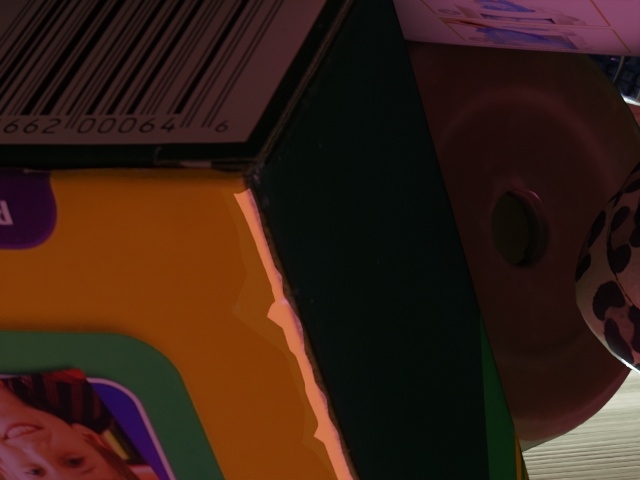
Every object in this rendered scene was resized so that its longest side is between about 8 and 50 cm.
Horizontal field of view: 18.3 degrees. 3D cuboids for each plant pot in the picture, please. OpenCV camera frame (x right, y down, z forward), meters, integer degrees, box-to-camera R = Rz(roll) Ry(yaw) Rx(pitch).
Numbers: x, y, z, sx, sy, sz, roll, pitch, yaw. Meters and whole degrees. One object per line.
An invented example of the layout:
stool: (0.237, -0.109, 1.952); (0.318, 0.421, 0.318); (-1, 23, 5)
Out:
plant pot: (0.000, 0.000, 0.762); (0.263, 0.263, 0.229); (9, 169, -38)

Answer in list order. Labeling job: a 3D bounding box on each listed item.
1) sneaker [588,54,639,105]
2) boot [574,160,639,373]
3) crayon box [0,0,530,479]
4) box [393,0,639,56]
sneaker: (0.108, -0.092, 0.918); (0.135, 0.052, 0.058); (13, 171, -24)
boot: (0.274, -0.068, 0.601); (0.377, 0.138, 0.284); (-7, 146, -29)
crayon box: (-0.122, 0.067, 0.654); (0.363, 0.106, 0.313); (2, 132, 25)
box: (0.051, -0.127, 0.548); (0.103, 0.114, 0.203); (6, 176, 18)
